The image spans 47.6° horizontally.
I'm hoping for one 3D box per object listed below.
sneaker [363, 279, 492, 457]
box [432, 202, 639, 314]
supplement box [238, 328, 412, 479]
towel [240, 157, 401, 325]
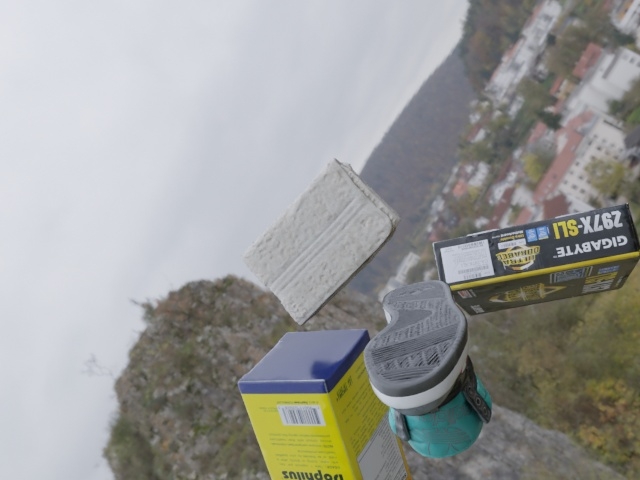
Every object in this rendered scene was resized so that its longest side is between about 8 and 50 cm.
[{"bbox_3d":[0.119,0.167,0.796,0.295,0.124,0.178,-52,-53,-74],"label":"sneaker"},{"bbox_3d":[0.323,0.041,1.084,0.322,0.257,0.079,34,-136,-69],"label":"box"},{"bbox_3d":[0.017,0.375,1.400,0.194,0.195,0.356,-40,-63,-55],"label":"supplement box"},{"bbox_3d":[0.000,0.000,1.368,0.282,0.187,0.049,-45,-12,10],"label":"towel"}]
